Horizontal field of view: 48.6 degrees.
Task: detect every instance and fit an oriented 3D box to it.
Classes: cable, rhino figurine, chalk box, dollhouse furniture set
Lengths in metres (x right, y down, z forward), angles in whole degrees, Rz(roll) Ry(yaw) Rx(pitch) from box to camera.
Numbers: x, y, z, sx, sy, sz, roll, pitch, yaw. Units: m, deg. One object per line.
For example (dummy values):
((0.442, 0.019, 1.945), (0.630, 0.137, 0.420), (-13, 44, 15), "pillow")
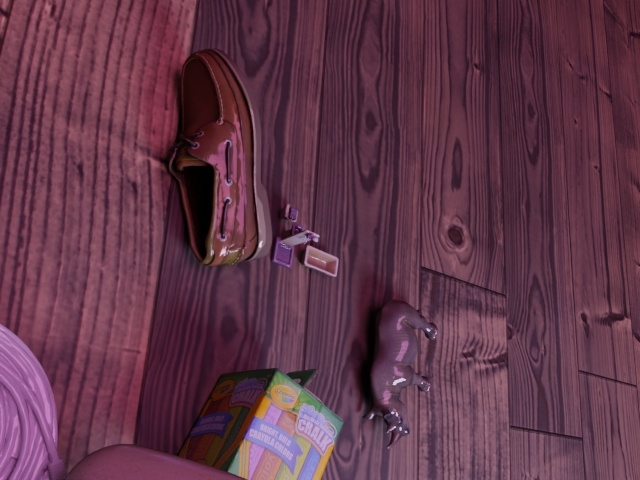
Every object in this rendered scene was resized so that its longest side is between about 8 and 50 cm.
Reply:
((-0.386, 0.188, 0.683), (0.257, 0.089, 0.256), (-1, 77, -41), "cable")
((0.120, 0.207, 1.126), (0.106, 0.073, 0.243), (29, 61, -36), "rhino figurine")
((-0.073, 0.248, 0.906), (0.132, 0.132, 0.213), (43, 52, -23), "chalk box")
((0.000, 0.000, 1.076), (0.114, 0.081, 0.090), (24, 63, -34), "dollhouse furniture set")

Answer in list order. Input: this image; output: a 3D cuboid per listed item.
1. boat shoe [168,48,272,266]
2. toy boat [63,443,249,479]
((-0.147, -0.117, 0.965), (0.105, 0.111, 0.307), (-10, 84, -43), "boat shoe")
((-0.137, 0.337, 0.732), (0.268, 0.318, 0.148), (17, 54, 3), "toy boat")
